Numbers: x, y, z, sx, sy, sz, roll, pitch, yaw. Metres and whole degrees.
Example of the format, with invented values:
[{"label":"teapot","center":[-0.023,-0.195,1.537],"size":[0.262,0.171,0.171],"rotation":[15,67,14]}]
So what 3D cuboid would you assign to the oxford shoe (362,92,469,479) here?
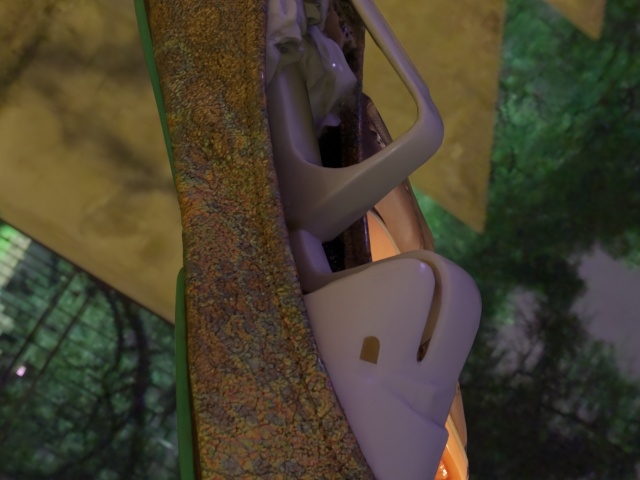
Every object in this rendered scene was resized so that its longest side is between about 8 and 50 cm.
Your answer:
[{"label":"oxford shoe","center":[0.041,0.066,0.709],"size":[0.364,0.130,0.133],"rotation":[77,28,-47]}]

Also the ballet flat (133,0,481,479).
[{"label":"ballet flat","center":[0.000,0.000,0.422],"size":[0.123,0.123,0.349],"rotation":[-41,-129,44]}]
